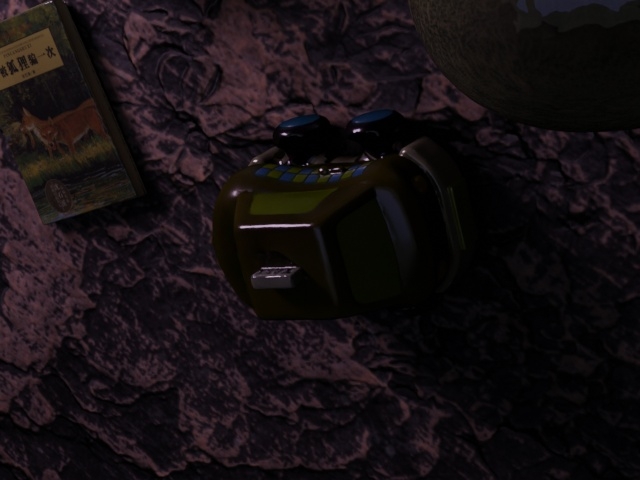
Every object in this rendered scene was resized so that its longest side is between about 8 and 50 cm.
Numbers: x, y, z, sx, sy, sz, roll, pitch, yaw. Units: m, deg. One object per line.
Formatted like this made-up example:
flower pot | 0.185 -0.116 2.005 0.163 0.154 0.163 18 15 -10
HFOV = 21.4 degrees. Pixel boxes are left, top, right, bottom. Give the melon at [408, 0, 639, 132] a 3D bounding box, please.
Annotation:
melon | 0.225 -0.207 1.327 0.329 0.248 0.248 4 113 29

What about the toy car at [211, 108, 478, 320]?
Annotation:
toy car | 0.000 0.000 1.598 0.248 0.198 0.204 -2 111 35

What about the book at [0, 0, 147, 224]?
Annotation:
book | -0.291 -0.137 1.845 0.160 0.024 0.228 -14 103 40
